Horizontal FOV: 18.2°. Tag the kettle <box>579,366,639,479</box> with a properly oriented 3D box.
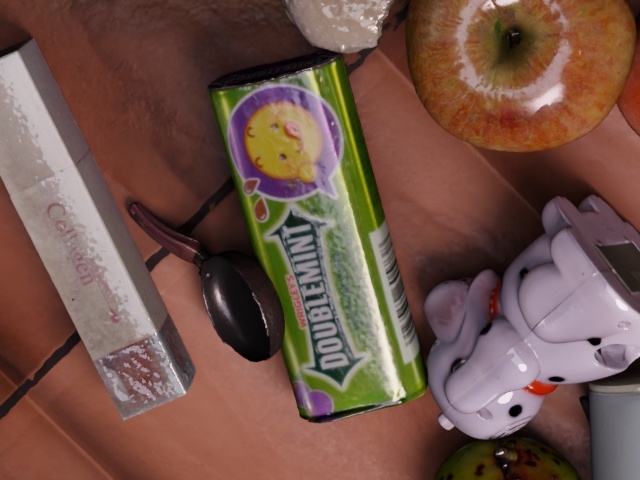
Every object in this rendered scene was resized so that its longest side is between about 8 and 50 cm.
[{"bbox_3d":[0.354,0.241,1.908,0.210,0.160,0.243,-5,96,39],"label":"kettle"}]

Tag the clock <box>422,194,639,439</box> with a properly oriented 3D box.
[{"bbox_3d":[0.200,0.089,1.899,0.254,0.189,0.189,-38,100,26],"label":"clock"}]

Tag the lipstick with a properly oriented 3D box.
[{"bbox_3d":[-0.235,-0.010,1.940,0.076,0.080,0.371,-23,103,11],"label":"lipstick"}]

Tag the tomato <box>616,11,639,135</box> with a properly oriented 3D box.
[{"bbox_3d":[0.381,-0.164,1.836,0.199,0.112,0.228,23,109,-4],"label":"tomato"}]

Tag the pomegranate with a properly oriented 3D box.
[{"bbox_3d":[0.190,0.291,1.952,0.156,0.156,0.220,-12,101,8],"label":"pomegranate"}]

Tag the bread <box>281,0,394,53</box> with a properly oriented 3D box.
[{"bbox_3d":[0.027,-0.345,1.820,0.183,0.102,0.337,23,108,2],"label":"bread"}]

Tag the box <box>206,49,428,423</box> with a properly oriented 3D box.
[{"bbox_3d":[0.000,0.000,1.914,0.134,0.097,0.346,-12,105,11],"label":"box"}]

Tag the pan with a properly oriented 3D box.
[{"bbox_3d":[-0.107,0.031,1.936,0.212,0.040,0.115,44,145,21],"label":"pan"}]

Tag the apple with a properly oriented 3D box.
[{"bbox_3d":[0.179,-0.180,1.802,0.211,0.188,0.211,1,96,8],"label":"apple"}]
